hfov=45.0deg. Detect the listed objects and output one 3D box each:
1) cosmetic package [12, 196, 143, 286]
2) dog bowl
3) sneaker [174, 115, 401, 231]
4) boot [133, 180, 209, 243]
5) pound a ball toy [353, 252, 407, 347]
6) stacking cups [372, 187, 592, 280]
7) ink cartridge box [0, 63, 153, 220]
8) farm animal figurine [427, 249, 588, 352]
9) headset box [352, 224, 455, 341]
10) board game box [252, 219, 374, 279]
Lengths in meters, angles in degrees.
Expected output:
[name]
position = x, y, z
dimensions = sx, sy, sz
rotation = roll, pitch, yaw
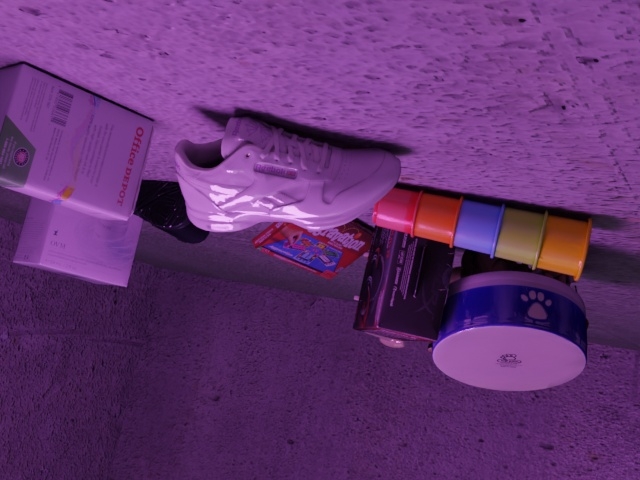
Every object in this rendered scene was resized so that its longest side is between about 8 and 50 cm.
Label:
[cosmetic package]
position = -0.539, -0.029, 1.758
dimensions = 0.138, 0.225, 0.224
rotation = 1, 166, 44
[dog bowl]
position = 0.327, 0.164, 1.351
dimensions = 0.264, 0.104, 0.265
rotation = 6, 147, 4
[sneaker]
position = -0.050, -0.091, 1.010
dimensions = 0.304, 0.114, 0.152
rotation = -6, 130, 11
[boot]
position = -0.303, -0.054, 1.678
dimensions = 0.246, 0.094, 0.207
rotation = 15, 171, 38
[pound a ball toy]
position = 0.198, 0.168, 2.024
dimensions = 0.135, 0.208, 0.319
rotation = 9, 170, 24
[stacking cups]
position = 0.236, -0.013, 1.162
dimensions = 0.316, 0.096, 0.096
rotation = 10, 171, 14
[ink cartridge box]
position = -0.355, -0.129, 1.079
dimensions = 0.093, 0.155, 0.212
rotation = 4, 168, 46
[farm animal figurine]
position = 0.344, 0.099, 1.510
dimensions = 0.330, 0.172, 0.327
rotation = -5, 147, 21
[headset box]
position = 0.152, 0.064, 1.386
dimensions = 0.110, 0.218, 0.293
rotation = 13, 172, -5
[board game box]
position = 0.000, 0.000, 1.531
dimensions = 0.145, 0.027, 0.281
rotation = -39, 150, 16
